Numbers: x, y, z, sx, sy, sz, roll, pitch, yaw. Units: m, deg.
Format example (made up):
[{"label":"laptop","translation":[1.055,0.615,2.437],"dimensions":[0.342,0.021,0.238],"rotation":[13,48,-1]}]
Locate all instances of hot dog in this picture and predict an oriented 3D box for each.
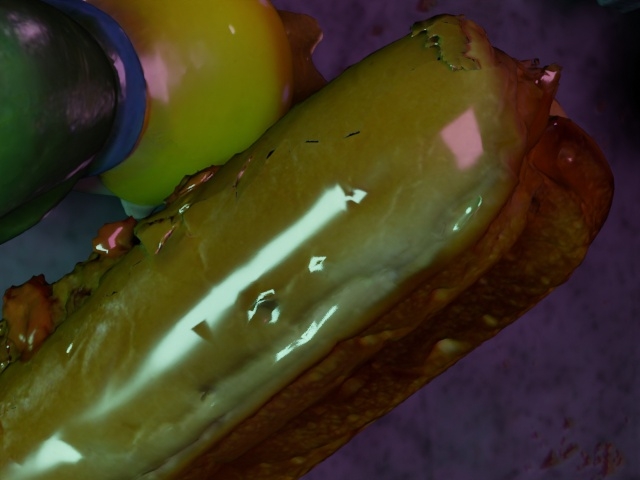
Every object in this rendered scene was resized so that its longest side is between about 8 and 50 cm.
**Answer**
[{"label":"hot dog","translation":[-0.047,0.039,0.531],"dimensions":[0.349,0.158,0.117],"rotation":[-39,65,14]}]

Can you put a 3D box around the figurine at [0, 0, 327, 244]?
[{"label":"figurine","translation":[-0.115,-0.051,0.573],"dimensions":[0.127,0.185,0.234],"rotation":[57,33,-1]}]

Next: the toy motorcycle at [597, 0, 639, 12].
[{"label":"toy motorcycle","translation":[0.182,-0.196,0.700],"dimensions":[0.173,0.108,0.307],"rotation":[-38,103,-27]}]
